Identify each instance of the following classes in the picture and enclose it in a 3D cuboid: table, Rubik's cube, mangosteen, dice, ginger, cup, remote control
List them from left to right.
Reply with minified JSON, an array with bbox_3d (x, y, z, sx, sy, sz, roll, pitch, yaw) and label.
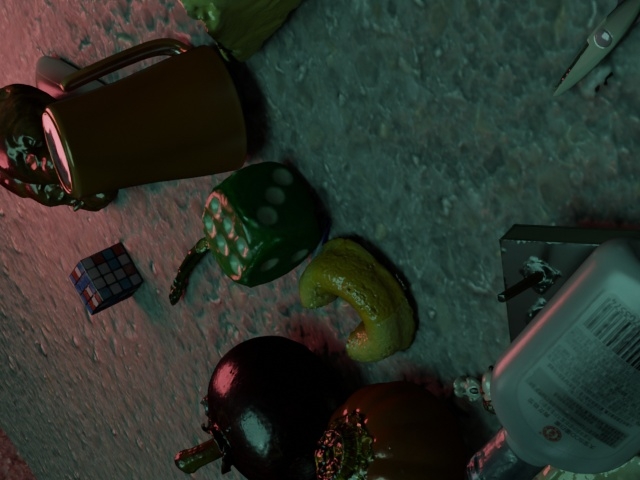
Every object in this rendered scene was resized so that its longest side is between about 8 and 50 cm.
[{"bbox_3d":[-0.486,-0.144,1.705,0.274,0.152,0.357,46,162,-9],"label":"ginger"},{"bbox_3d":[-0.406,-0.226,1.689,0.313,0.055,0.109,31,135,38],"label":"remote control"},{"bbox_3d":[-0.410,0.074,1.863,0.092,0.092,0.092,59,146,6],"label":"Rubik's cube"},{"bbox_3d":[-0.243,-0.173,1.346,0.226,0.264,0.182,61,156,23],"label":"cup"},{"bbox_3d":[-0.090,0.267,1.417,0.235,0.261,0.235,54,161,28],"label":"mangosteen"},{"bbox_3d":[-0.083,-0.021,1.332,0.128,0.120,0.131,57,144,19],"label":"dice"},{"bbox_3d":[0.274,0.065,0.881,0.240,0.111,0.121,3,116,33],"label":"table"}]

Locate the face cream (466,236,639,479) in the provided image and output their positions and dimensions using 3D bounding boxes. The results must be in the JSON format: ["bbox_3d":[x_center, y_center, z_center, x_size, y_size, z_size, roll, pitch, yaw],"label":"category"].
[{"bbox_3d":[0.222,0.130,0.830,0.144,0.071,0.291,37,128,9],"label":"face cream"}]

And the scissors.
[{"bbox_3d":[0.260,-0.186,0.867,0.085,0.022,0.176,49,141,11],"label":"scissors"}]

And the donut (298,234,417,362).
[{"bbox_3d":[0.046,0.079,1.283,0.181,0.078,0.146,52,146,12],"label":"donut"}]

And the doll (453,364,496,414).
[{"bbox_3d":[0.198,0.186,1.186,0.085,0.040,0.058,-33,73,51],"label":"doll"}]

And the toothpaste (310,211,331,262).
[{"bbox_3d":[0.000,0.000,1.344,0.024,0.015,0.083,38,133,34],"label":"toothpaste"}]

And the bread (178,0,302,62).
[{"bbox_3d":[-0.162,-0.348,1.178,0.263,0.198,0.236,63,153,3],"label":"bread"}]

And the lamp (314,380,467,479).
[{"bbox_3d":[0.089,0.291,1.259,0.223,0.197,0.223,-34,47,46],"label":"lamp"}]

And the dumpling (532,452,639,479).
[{"bbox_3d":[0.293,0.257,1.028,0.136,0.118,0.199,26,138,-22],"label":"dumpling"}]

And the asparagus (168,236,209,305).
[{"bbox_3d":[-0.226,0.049,1.662,0.034,0.027,0.236,64,147,18],"label":"asparagus"}]
